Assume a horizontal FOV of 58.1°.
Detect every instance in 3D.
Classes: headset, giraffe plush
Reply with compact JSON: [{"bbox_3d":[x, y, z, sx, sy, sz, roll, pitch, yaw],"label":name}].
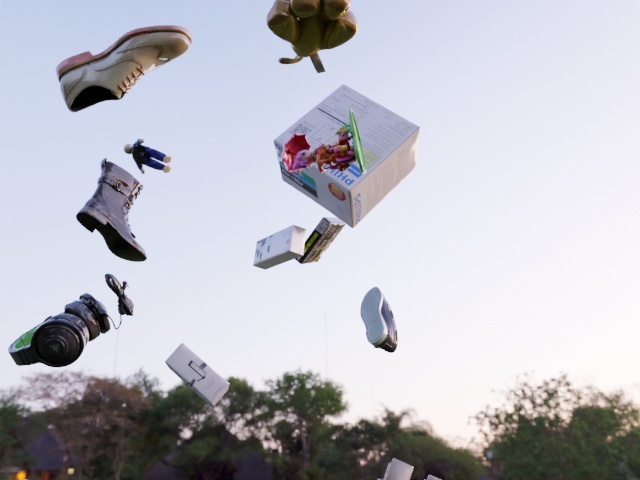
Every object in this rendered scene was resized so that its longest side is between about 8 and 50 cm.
[{"bbox_3d":[-0.676,0.213,1.565,0.395,0.243,0.185,-16,-73,19],"label":"headset"},{"bbox_3d":[-0.022,-0.474,1.174,0.182,0.170,0.210,-6,-22,-3],"label":"giraffe plush"}]

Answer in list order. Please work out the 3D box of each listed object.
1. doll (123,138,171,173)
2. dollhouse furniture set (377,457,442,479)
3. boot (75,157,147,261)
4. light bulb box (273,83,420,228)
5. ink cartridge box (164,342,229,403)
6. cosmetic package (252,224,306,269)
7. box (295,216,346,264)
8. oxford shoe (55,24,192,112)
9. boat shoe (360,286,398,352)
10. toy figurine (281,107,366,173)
[{"bbox_3d":[-0.604,-0.288,1.989,0.189,0.046,0.129,23,-58,17],"label":"doll"},{"bbox_3d":[0.198,0.574,1.125,0.242,0.161,0.212,22,-34,8],"label":"dollhouse furniture set"},{"bbox_3d":[-0.570,-0.089,1.683,0.091,0.228,0.263,-16,-49,29],"label":"boot"},{"bbox_3d":[0.094,-0.299,2.007,0.358,0.361,0.225,37,-23,26],"label":"light bulb box"},{"bbox_3d":[-0.397,0.437,1.866,0.203,0.086,0.148,39,-21,7],"label":"ink cartridge box"},{"bbox_3d":[-0.145,0.026,1.986,0.061,0.098,0.239,19,-25,-33],"label":"cosmetic package"},{"bbox_3d":[0.000,0.000,2.120,0.190,0.045,0.184,-54,-13,13],"label":"box"},{"bbox_3d":[-0.526,-0.462,1.583,0.397,0.146,0.140,-20,-18,10],"label":"oxford shoe"},{"bbox_3d":[0.160,0.212,1.546,0.069,0.227,0.081,37,-65,-21],"label":"boat shoe"},{"bbox_3d":[0.001,-0.169,1.134,0.159,0.173,0.130,-13,-58,9],"label":"toy figurine"}]
